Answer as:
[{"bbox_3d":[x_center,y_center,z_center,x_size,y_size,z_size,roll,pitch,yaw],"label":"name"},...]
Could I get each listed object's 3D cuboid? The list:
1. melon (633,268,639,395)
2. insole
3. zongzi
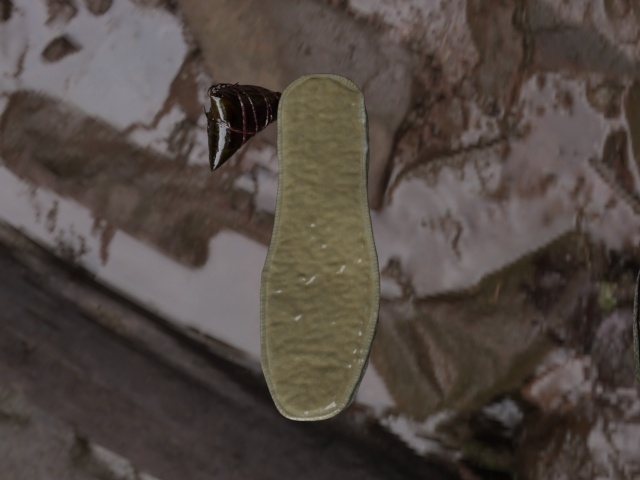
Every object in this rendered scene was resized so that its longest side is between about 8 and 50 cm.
[{"bbox_3d":[0.276,0.106,1.162,0.093,0.139,0.202,-4,82,6],"label":"melon"},{"bbox_3d":[0.000,0.000,1.074,0.081,0.248,0.011,-1,162,4],"label":"insole"},{"bbox_3d":[-0.071,-0.108,1.295,0.067,0.083,0.073,19,146,25],"label":"zongzi"}]
